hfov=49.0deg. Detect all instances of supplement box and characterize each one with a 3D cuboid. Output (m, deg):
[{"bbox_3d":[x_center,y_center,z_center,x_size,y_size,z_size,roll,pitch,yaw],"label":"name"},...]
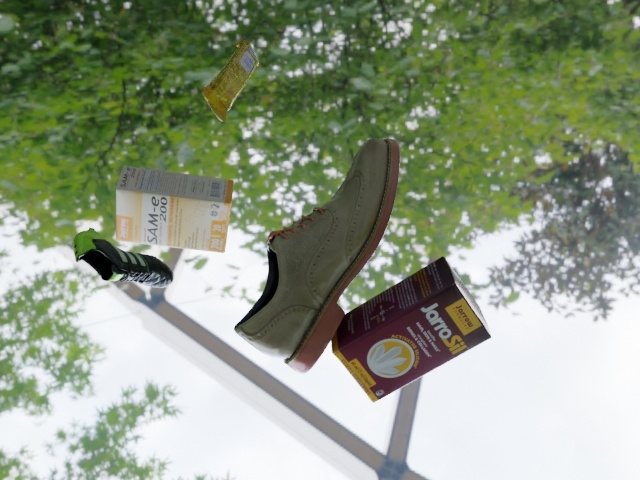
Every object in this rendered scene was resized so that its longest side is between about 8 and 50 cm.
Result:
[{"bbox_3d":[-0.130,-0.027,0.627,0.099,0.062,0.036,6,-139,-8],"label":"supplement box"},{"bbox_3d":[0.119,0.121,0.950,0.188,0.104,0.081,-32,-158,13],"label":"supplement box"}]

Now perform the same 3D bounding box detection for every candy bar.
[{"bbox_3d":[-0.099,-0.189,0.806,0.018,0.040,0.161,-22,-151,25],"label":"candy bar"}]

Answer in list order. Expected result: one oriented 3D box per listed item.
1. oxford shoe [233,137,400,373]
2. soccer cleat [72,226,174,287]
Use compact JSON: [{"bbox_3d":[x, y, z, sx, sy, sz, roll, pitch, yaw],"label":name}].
[{"bbox_3d":[0.000,0.000,0.955,0.130,0.348,0.123,27,170,-11],"label":"oxford shoe"},{"bbox_3d":[-0.312,0.044,1.115,0.179,0.060,0.072,30,-152,-34],"label":"soccer cleat"}]
